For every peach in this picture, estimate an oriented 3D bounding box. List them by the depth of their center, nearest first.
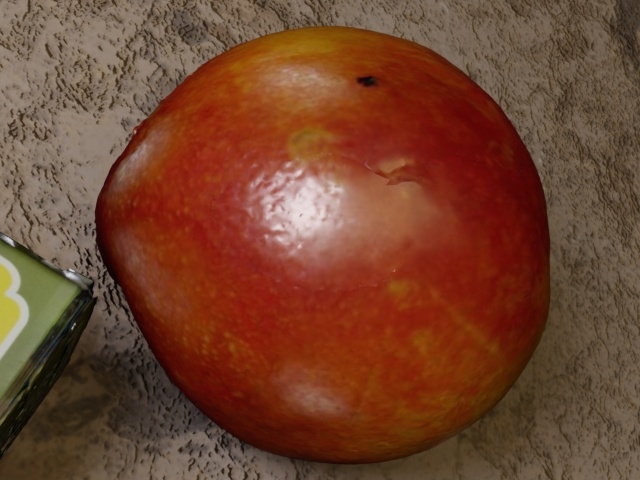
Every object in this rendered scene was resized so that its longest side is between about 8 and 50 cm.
[{"bbox_3d":[0.000,0.000,0.956,0.388,0.388,0.388,14,63,-30],"label":"peach"}]

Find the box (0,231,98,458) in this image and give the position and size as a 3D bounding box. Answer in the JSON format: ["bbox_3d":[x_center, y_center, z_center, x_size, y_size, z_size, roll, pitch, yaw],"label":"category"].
[{"bbox_3d":[-0.406,0.105,0.677,0.373,0.138,0.420,31,52,-2],"label":"box"}]
